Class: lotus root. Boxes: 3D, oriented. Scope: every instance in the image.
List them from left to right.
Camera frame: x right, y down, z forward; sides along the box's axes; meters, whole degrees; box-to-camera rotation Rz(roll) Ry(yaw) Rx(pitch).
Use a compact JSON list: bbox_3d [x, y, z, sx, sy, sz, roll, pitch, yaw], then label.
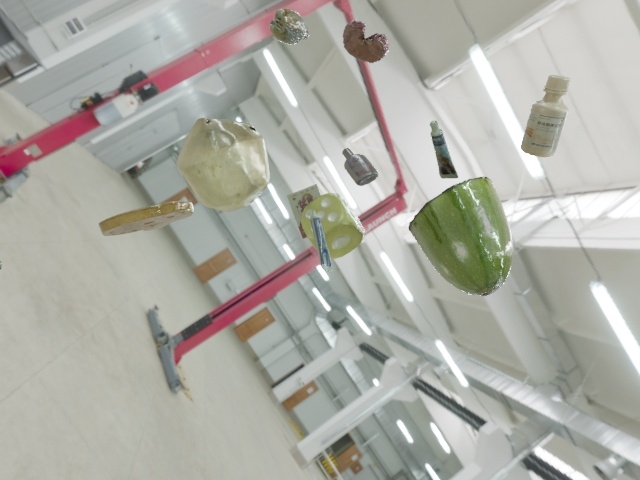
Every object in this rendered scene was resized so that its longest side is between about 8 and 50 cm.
[{"bbox_3d":[-0.106,-0.769,1.775,0.088,0.113,0.192,43,24,25],"label":"lotus root"}]

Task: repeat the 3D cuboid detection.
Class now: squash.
[{"bbox_3d":[0.479,0.011,1.510,0.308,0.311,0.310,60,-8,25],"label":"squash"}]

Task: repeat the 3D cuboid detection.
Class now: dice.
[{"bbox_3d":[0.043,-0.052,1.737,0.166,0.169,0.169,43,17,-49],"label":"dice"}]

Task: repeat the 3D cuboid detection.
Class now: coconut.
[{"bbox_3d":[-0.219,-0.184,1.131,0.224,0.224,0.224,54,-11,16],"label":"coconut"}]

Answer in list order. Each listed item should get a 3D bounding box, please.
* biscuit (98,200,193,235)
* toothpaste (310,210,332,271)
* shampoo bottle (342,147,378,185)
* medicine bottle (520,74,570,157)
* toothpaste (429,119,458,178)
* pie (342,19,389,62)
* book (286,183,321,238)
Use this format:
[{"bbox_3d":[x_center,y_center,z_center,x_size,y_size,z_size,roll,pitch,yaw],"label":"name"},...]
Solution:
[{"bbox_3d":[-0.648,-0.087,1.853,0.287,0.344,0.057,134,-60,-84],"label":"biscuit"},{"bbox_3d":[0.000,0.000,1.464,0.057,0.035,0.197,19,52,-56],"label":"toothpaste"},{"bbox_3d":[0.118,-0.241,1.567,0.165,0.080,0.040,60,-4,40],"label":"shampoo bottle"},{"bbox_3d":[0.738,-0.403,1.589,0.114,0.114,0.252,44,-45,50],"label":"medicine bottle"},{"bbox_3d":[0.377,-0.277,1.520,0.062,0.037,0.216,6,-42,37],"label":"toothpaste"},{"bbox_3d":[0.199,-0.878,2.181,0.219,0.053,0.204,22,-19,3],"label":"pie"},{"bbox_3d":[-0.052,-0.142,2.401,0.022,0.162,0.231,-23,93,-84],"label":"book"}]
